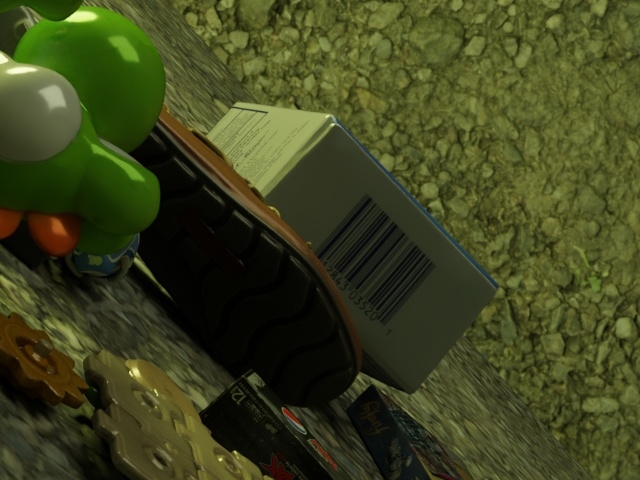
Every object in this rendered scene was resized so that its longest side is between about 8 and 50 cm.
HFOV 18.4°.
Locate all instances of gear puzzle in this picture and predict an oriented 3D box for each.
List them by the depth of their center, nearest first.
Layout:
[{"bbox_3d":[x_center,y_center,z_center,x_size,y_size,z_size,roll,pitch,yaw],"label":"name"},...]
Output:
[{"bbox_3d":[-0.102,0.161,1.317,0.339,0.044,0.175,41,11,-24],"label":"gear puzzle"}]

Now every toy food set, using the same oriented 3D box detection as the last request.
[{"bbox_3d":[-0.120,0.121,1.479,0.082,0.020,0.083,50,8,28],"label":"toy food set"}]

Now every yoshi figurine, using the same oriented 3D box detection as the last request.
[{"bbox_3d":[-0.248,-0.142,1.342,0.362,0.203,0.203,39,-4,-15],"label":"yoshi figurine"}]

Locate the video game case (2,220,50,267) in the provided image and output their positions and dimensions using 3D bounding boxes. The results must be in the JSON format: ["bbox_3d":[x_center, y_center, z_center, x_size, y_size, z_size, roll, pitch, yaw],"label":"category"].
[{"bbox_3d":[-0.319,-0.119,1.568,0.275,0.035,0.248,44,8,-22],"label":"video game case"}]

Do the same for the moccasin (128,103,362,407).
[{"bbox_3d":[-0.102,-0.001,1.807,0.380,0.139,0.147,43,13,-13],"label":"moccasin"}]

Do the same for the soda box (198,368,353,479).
[{"bbox_3d":[-0.022,0.183,1.549,0.169,0.060,0.053,48,8,3],"label":"soda box"}]

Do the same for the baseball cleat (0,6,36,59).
[{"bbox_3d":[-0.341,-0.239,1.954,0.206,0.072,0.109,50,3,-1],"label":"baseball cleat"}]

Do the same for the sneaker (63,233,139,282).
[{"bbox_3d":[-0.188,-0.008,1.622,0.080,0.081,0.211,9,-5,-3],"label":"sneaker"}]

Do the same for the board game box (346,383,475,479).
[{"bbox_3d":[0.127,0.266,2.031,0.165,0.042,0.243,43,8,-33],"label":"board game box"}]

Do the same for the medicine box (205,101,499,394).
[{"bbox_3d":[0.000,0.000,2.048,0.263,0.149,0.289,45,-9,-20],"label":"medicine box"}]
